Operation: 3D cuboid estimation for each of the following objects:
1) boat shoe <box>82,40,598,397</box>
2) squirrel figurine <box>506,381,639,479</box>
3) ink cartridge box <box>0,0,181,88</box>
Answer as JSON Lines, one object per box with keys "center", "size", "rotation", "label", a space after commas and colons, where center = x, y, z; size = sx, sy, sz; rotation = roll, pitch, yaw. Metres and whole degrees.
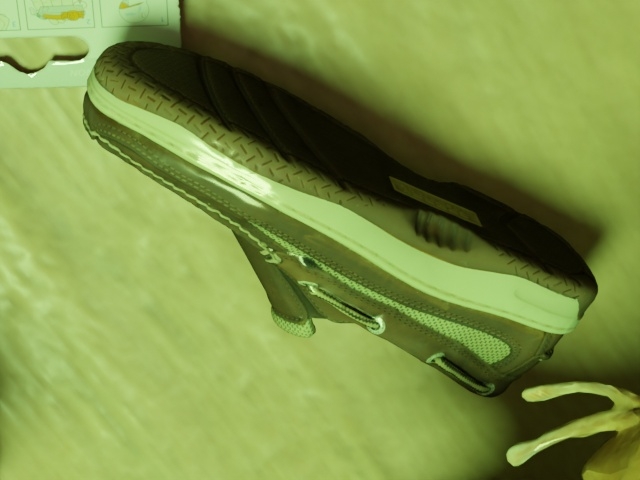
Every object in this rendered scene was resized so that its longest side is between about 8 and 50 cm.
{"center": [0.001, 0.004, 0.627], "size": [0.257, 0.095, 0.095], "rotation": [26, 113, -14], "label": "boat shoe"}
{"center": [0.177, 0.193, 0.609], "size": [0.397, 0.281, 0.370], "rotation": [19, 122, -30], "label": "squirrel figurine"}
{"center": [-0.132, -0.152, 0.592], "size": [0.145, 0.045, 0.179], "rotation": [-2, 130, -5], "label": "ink cartridge box"}
